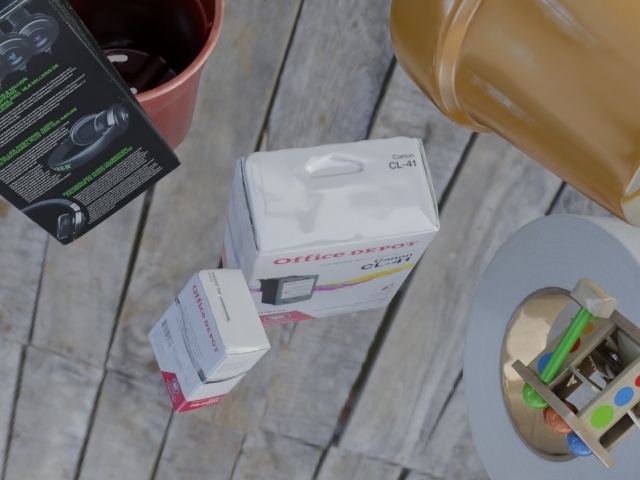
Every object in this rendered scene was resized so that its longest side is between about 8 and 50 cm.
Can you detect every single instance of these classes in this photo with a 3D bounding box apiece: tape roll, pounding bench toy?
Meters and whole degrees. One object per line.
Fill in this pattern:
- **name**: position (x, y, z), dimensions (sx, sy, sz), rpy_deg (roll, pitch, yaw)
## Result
- **tape roll**: position (0.306, 0.161, 1.220), dimensions (0.072, 0.392, 0.392), rpy_deg (4, 131, -25)
- **pounding bench toy**: position (0.132, 0.064, 0.511), dimensions (0.065, 0.052, 0.083), rpy_deg (-43, 124, 2)

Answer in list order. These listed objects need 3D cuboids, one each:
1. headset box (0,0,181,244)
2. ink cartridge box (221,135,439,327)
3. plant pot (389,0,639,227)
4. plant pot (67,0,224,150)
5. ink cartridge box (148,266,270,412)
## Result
- **headset box**: position (-0.266, -0.166, 0.793), dimensions (0.131, 0.246, 0.283), rpy_deg (-36, 156, -2)
- **ink cartridge box**: position (0.000, 0.000, 1.285), dimensions (0.226, 0.131, 0.306), rpy_deg (-8, 162, -11)
- **plant pot**: position (0.177, -0.117, 0.617), dimensions (0.205, 0.188, 0.205), rpy_deg (-24, 147, -17)
- **plant pot**: position (-0.260, -0.227, 1.280), dimensions (0.273, 0.272, 0.265), rpy_deg (14, 158, -1)
- **ink cartridge box**: position (-0.130, 0.114, 1.167), dimensions (0.063, 0.109, 0.150), rpy_deg (-4, 150, -37)
